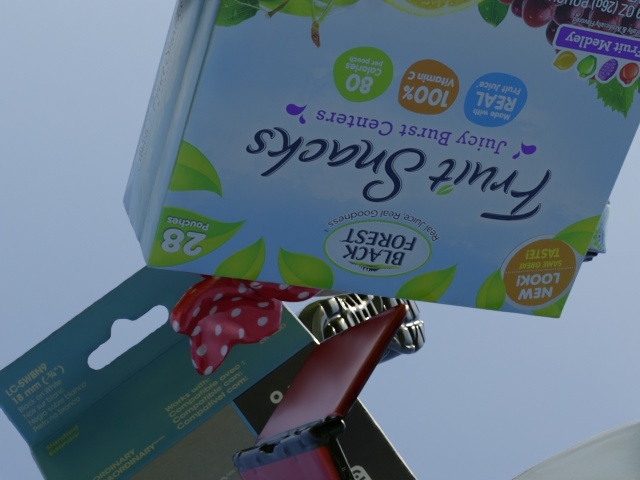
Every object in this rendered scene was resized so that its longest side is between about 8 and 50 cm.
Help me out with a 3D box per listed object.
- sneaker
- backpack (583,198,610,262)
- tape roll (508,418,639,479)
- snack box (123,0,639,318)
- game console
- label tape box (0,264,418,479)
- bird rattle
[{"bbox_3d":[0.016,0.091,1.597,0.106,0.101,0.267,-28,172,27],"label":"sneaker"},{"bbox_3d":[0.172,-0.026,1.250,0.105,0.084,0.114,6,-178,-9],"label":"backpack"},{"bbox_3d":[0.108,0.239,0.926,0.392,0.072,0.392,-37,-176,3],"label":"tape roll"},{"bbox_3d":[0.036,-0.064,0.708,0.207,0.174,0.070,9,-154,-21],"label":"snack box"},{"bbox_3d":[0.015,0.116,0.885,0.085,0.124,0.144,-24,176,-23],"label":"game console"},{"bbox_3d":[-0.078,0.186,1.286,0.241,0.333,0.106,-36,-170,-6],"label":"label tape box"},{"bbox_3d":[0.000,0.000,1.097,0.207,0.253,0.143,-3,-129,-15],"label":"bird rattle"}]
